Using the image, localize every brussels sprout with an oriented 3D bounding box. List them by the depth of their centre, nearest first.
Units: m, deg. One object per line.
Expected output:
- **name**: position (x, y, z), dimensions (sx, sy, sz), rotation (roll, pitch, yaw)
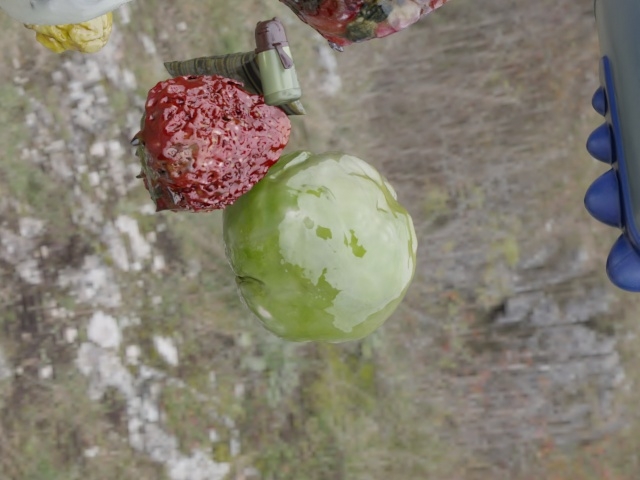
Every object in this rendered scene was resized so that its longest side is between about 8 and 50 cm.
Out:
- **brussels sprout**: position (0.000, 0.012, 1.802), dimensions (0.316, 0.242, 0.274), rotation (0, 70, -51)

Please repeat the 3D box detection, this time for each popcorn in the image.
- **popcorn**: position (-0.404, -0.371, 2.034), dimensions (0.148, 0.152, 0.167), rotation (-3, 58, -40)

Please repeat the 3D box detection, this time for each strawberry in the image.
- **strawberry**: position (-0.135, -0.118, 1.582), dimensions (0.184, 0.201, 0.187), rotation (-115, -161, -55)

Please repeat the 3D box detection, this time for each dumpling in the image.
- **dumpling**: position (-0.278, -0.279, 1.348), dimensions (0.176, 0.150, 0.092), rotation (-30, 119, -25)

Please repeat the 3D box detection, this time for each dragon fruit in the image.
- **dragon fruit**: position (0.061, -0.252, 1.063), dimensions (0.147, 0.211, 0.282), rotation (47, 14, -15)

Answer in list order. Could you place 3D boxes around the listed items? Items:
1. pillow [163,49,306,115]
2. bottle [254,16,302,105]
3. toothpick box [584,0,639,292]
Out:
- **pillow**: position (-0.114, -0.201, 1.679), dimensions (0.113, 0.203, 0.038), rotation (52, 59, -32)
- **bottle**: position (-0.051, -0.212, 1.511), dimensions (0.047, 0.063, 0.101), rotation (-12, 91, -42)
- **toothpick box**: position (0.338, -0.082, 1.017), dimensions (0.263, 0.263, 0.355), rotation (40, 41, -46)
